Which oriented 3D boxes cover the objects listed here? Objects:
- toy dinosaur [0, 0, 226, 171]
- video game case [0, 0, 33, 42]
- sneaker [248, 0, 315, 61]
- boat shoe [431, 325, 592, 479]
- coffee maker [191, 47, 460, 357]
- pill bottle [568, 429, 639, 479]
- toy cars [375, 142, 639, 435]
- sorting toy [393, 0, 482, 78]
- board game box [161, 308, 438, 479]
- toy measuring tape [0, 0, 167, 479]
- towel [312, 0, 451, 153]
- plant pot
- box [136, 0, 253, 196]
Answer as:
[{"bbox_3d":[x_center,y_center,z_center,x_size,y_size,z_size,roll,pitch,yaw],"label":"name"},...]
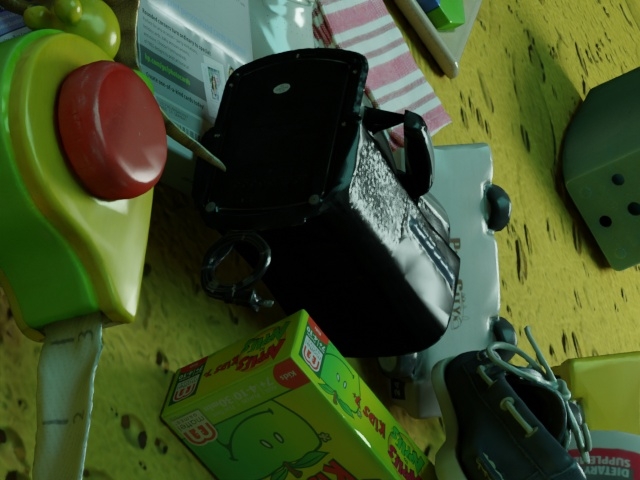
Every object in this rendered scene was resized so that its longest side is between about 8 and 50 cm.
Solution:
[{"bbox_3d":[-0.118,-0.140,0.925,0.064,0.112,0.211,-13,101,-77],"label":"toy dinosaur"},{"bbox_3d":[-0.181,-0.177,0.989,0.193,0.023,0.212,61,26,-5],"label":"video game case"},{"bbox_3d":[-0.042,-0.207,1.189,0.090,0.095,0.235,5,63,-62],"label":"sneaker"},{"bbox_3d":[0.116,0.112,1.029,0.095,0.079,0.254,55,10,-4],"label":"boat shoe"},{"bbox_3d":[0.000,0.000,1.029,0.171,0.120,0.178,-57,142,-17],"label":"coffee maker"},{"bbox_3d":[0.167,0.278,1.032,0.176,0.176,0.318,52,28,-22],"label":"pill bottle"},{"bbox_3d":[0.134,0.101,1.230,0.176,0.087,0.394,-49,113,-23],"label":"toy cars"},{"bbox_3d":[0.089,-0.268,1.545,0.193,0.038,0.208,52,28,-21],"label":"sorting toy"},{"bbox_3d":[0.004,0.131,0.964,0.181,0.092,0.043,51,28,-24],"label":"board game box"},{"bbox_3d":[-0.142,0.008,0.807,0.121,0.121,0.330,37,46,-42],"label":"toy measuring tape"},{"bbox_3d":[0.036,-0.164,1.364,0.197,0.029,0.144,61,26,-4],"label":"towel"},{"bbox_3d":[0.344,-0.074,1.705,0.166,0.165,0.234,58,34,-10],"label":"plant pot"},{"bbox_3d":[-0.088,-0.126,1.041,0.145,0.038,0.186,27,55,-60],"label":"box"}]
